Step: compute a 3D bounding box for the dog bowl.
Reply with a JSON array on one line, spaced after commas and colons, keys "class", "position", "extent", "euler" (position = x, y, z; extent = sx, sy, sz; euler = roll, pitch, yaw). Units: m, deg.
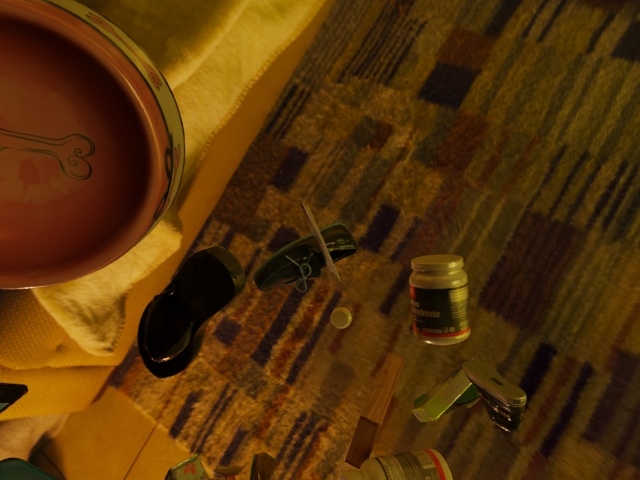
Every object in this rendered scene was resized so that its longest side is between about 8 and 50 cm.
[{"class": "dog bowl", "position": [-0.383, -0.117, 0.551], "extent": [0.408, 0.408, 0.150], "euler": [-50, 28, 2]}]

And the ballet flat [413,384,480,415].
[{"class": "ballet flat", "position": [0.365, 0.441, 1.184], "extent": [0.222, 0.079, 0.076], "euler": [-33, 29, 28]}]

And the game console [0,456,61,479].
[{"class": "game console", "position": [-0.430, 0.504, 0.614], "extent": [0.293, 0.173, 0.250], "euler": [42, 110, -15]}]

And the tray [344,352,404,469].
[{"class": "tray", "position": [0.207, 0.599, 1.551], "extent": [0.076, 0.411, 0.202], "euler": [20, 111, 15]}]

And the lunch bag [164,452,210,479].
[{"class": "lunch bag", "position": [-0.178, 0.342, 0.577], "extent": [0.071, 0.053, 0.083], "euler": [52, 135, 24]}]

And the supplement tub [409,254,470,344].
[{"class": "supplement tub", "position": [0.400, 0.195, 1.445], "extent": [0.191, 0.191, 0.271], "euler": [-3, 97, 19]}]

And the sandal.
[{"class": "sandal", "position": [-0.187, 0.100, 0.553], "extent": [0.097, 0.054, 0.254], "euler": [43, 124, 7]}]

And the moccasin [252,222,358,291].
[{"class": "moccasin", "position": [-0.033, 0.058, 1.265], "extent": [0.342, 0.137, 0.116], "euler": [-32, 67, -19]}]

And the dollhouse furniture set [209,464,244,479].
[{"class": "dollhouse furniture set", "position": [-0.277, 0.853, 1.275], "extent": [0.135, 0.259, 0.261], "euler": [-8, 90, 17]}]

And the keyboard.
[{"class": "keyboard", "position": [0.000, 0.000, 1.184], "extent": [0.014, 0.255, 0.072], "euler": [-30, 29, -11]}]

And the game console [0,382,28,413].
[{"class": "game console", "position": [-0.478, 0.262, 0.562], "extent": [0.144, 0.124, 0.085], "euler": [-38, 64, -2]}]

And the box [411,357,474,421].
[{"class": "box", "position": [0.308, 0.365, 1.044], "extent": [0.178, 0.109, 0.042], "euler": [-36, 73, -18]}]

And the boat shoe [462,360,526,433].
[{"class": "boat shoe", "position": [0.363, 0.330, 0.922], "extent": [0.065, 0.183, 0.083], "euler": [-2, 100, -13]}]

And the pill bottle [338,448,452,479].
[{"class": "pill bottle", "position": [0.223, 0.749, 1.304], "extent": [0.319, 0.176, 0.176], "euler": [0, 72, -17]}]

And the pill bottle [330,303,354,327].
[{"class": "pill bottle", "position": [0.088, 0.309, 1.740], "extent": [0.086, 0.152, 0.085], "euler": [0, 88, 9]}]

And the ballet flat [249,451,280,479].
[{"class": "ballet flat", "position": [-0.218, 0.939, 1.526], "extent": [0.124, 0.116, 0.341], "euler": [14, 77, -1]}]
